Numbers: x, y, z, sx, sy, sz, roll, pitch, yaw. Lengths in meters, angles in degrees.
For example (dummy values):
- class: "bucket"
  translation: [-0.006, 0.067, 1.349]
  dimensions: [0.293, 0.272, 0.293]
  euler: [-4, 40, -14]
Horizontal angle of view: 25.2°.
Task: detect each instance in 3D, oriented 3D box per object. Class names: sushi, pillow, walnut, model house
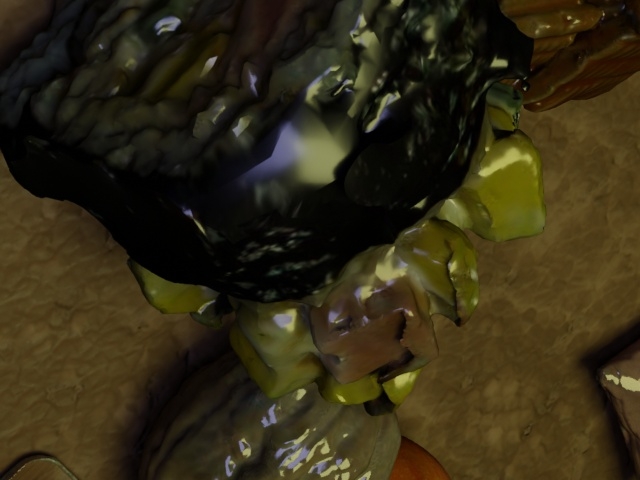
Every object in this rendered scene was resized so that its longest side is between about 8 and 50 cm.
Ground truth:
- class: "sushi"
  translation: [-0.004, -0.077, 0.947]
  dimensions: [0.285, 0.328, 0.328]
  euler: [46, 68, -37]
- class: "pillow"
  translation: [0.396, 0.149, 1.481]
  dimensions: [0.236, 0.084, 0.223]
  euler: [-39, 127, -16]
- class: "walnut"
  translation: [-0.050, 0.179, 1.143]
  dimensions: [0.230, 0.178, 0.178]
  euler: [-46, 130, 5]
- class: "model house"
  translation: [0.181, -0.203, 1.072]
  dimensions: [0.199, 0.229, 0.219]
  euler: [1, 111, -41]

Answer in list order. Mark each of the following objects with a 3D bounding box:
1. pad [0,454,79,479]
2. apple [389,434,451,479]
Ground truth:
- class: "pad"
  translation: [-0.258, 0.344, 1.175]
  dimensions: [0.286, 0.018, 0.284]
  euler: [-42, 129, -10]
- class: "apple"
  translation: [0.042, 0.245, 1.259]
  dimensions: [0.163, 0.139, 0.163]
  euler: [-29, 138, -30]
